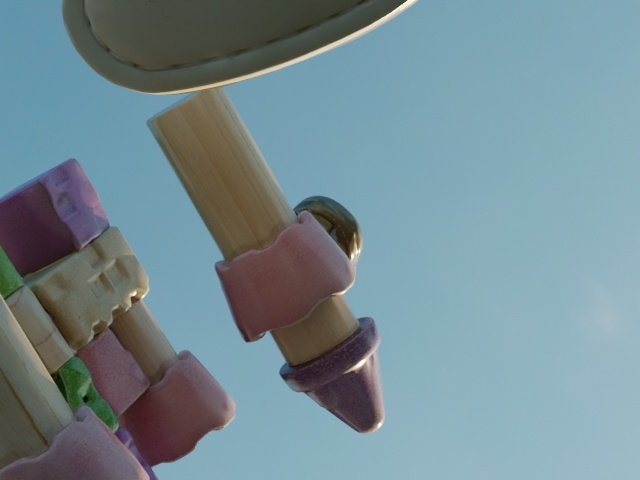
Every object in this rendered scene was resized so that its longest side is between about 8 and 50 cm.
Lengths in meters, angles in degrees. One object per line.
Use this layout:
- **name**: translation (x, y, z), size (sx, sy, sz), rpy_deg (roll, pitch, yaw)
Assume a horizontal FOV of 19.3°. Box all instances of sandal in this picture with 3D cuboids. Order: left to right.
- **sandal**: translation (0.000, 0.000, 1.313), size (0.072, 0.180, 0.049), rpy_deg (41, -110, 0)

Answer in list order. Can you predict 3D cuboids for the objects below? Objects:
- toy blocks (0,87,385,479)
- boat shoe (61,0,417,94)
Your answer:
- **toy blocks**: translation (-0.138, 0.124, 0.900), size (0.309, 0.288, 0.260), rpy_deg (-25, -80, 32)
- **boat shoe**: translation (0.033, -0.165, 0.817), size (0.324, 0.097, 0.116), rpy_deg (-38, -94, -5)
